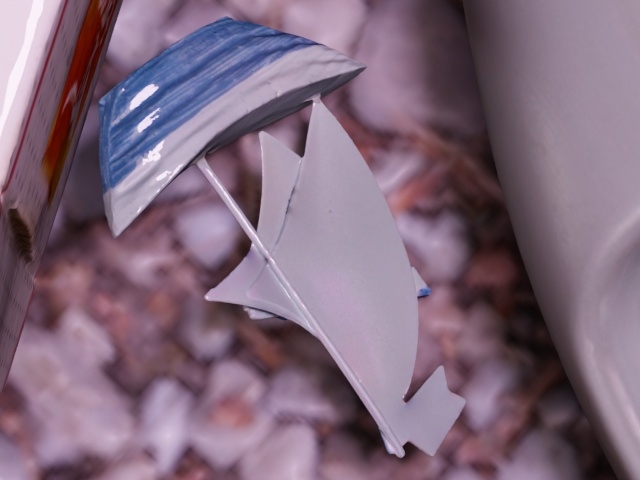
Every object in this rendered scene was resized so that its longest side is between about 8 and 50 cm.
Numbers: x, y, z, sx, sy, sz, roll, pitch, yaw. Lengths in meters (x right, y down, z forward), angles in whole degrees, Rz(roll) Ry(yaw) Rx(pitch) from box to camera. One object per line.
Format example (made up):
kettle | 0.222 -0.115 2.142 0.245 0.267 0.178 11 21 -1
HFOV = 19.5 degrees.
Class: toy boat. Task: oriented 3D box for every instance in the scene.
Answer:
toy boat | 0.001 -0.011 0.569 0.149 0.034 0.105 35 57 -14

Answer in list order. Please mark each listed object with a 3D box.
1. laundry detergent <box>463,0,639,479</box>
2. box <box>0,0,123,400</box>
laundry detergent | 0.156 -0.032 0.551 0.264 0.125 0.398 -43 89 5
box | -0.099 -0.074 0.482 0.095 0.210 0.330 18 81 -4
